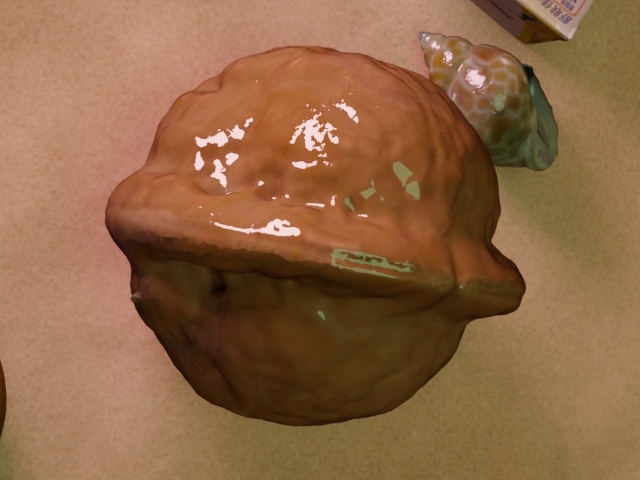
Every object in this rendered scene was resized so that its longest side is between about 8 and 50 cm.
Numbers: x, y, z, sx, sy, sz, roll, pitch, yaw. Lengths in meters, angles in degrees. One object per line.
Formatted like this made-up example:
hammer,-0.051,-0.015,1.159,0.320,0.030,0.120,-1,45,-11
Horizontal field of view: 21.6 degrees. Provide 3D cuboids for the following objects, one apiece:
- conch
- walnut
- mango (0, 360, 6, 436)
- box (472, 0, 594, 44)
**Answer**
conch,0.181,-0.138,1.755,0.173,0.106,0.116,35,60,-39
walnut,-0.007,-0.009,1.555,0.384,0.383,0.383,-2,97,-20
mango,-0.392,0.111,1.566,0.157,0.109,0.262,-41,113,-22
box,0.184,-0.343,1.731,0.265,0.097,0.168,34,84,-20
